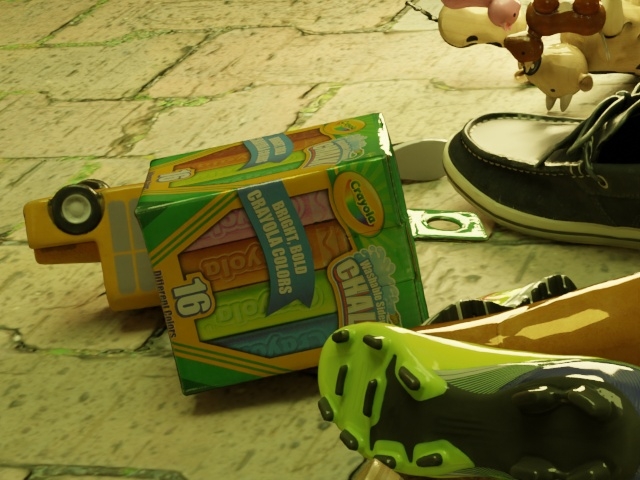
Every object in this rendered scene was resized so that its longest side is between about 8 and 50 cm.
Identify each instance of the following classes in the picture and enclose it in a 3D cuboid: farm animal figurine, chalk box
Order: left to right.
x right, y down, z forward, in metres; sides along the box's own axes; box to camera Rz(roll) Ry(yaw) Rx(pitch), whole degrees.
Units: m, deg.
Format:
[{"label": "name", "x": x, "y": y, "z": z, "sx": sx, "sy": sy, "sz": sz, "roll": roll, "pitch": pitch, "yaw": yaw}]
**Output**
[{"label": "chalk box", "x": 0.000, "y": 0.000, "z": 1.506, "sx": 0.289, "sy": 0.179, "sz": 0.180, "roll": -13, "pitch": 16, "yaw": 2}, {"label": "farm animal figurine", "x": 0.303, "y": -0.247, "z": 2.045, "sx": 0.327, "sy": 0.172, "sz": 0.330, "roll": -2, "pitch": 13, "yaw": -16}]

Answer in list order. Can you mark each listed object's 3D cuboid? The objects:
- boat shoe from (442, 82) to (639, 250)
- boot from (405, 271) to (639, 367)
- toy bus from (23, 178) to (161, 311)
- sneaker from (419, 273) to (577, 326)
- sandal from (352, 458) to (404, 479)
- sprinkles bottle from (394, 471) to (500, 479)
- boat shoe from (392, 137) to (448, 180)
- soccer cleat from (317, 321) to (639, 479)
[{"label": "boat shoe", "x": 0.317, "y": -0.079, "z": 1.650, "sx": 0.187, "sy": 0.156, "sz": 0.500, "roll": -27, "pitch": 28, "yaw": -32}, {"label": "boot", "x": 0.157, "y": 0.083, "z": 1.216, "sx": 0.211, "sy": 0.104, "sz": 0.295, "roll": 4, "pitch": -25, "yaw": -26}, {"label": "toy bus", "x": -0.114, "y": -0.011, "z": 1.657, "sx": 0.332, "sy": 0.130, "sz": 0.108, "roll": -8, "pitch": 4, "yaw": 1}, {"label": "sneaker", "x": 0.133, "y": 0.088, "z": 1.431, "sx": 0.208, "sy": 0.081, "sz": 0.094, "roll": -13, "pitch": -4, "yaw": -44}, {"label": "sandal", "x": -0.049, "y": 0.209, "z": 1.031, "sx": 0.079, "sy": 0.240, "sz": 0.088, "roll": 37, "pitch": 20, "yaw": -1}, {"label": "sprinkles bottle", "x": 0.058, "y": 0.234, "z": 1.065, "sx": 0.121, "sy": 0.121, "sz": 0.355, "roll": 0, "pitch": 25, "yaw": 20}, {"label": "boat shoe", "x": 0.087, "y": -0.090, "z": 1.888, "sx": 0.142, "sy": 0.049, "sz": 0.040, "roll": -10, "pitch": 23, "yaw": 3}, {"label": "soccer cleat", "x": 0.114, "y": 0.109, "z": 1.088, "sx": 0.121, "sy": 0.093, "sz": 0.289, "roll": 0, "pitch": 5, "yaw": -42}]
